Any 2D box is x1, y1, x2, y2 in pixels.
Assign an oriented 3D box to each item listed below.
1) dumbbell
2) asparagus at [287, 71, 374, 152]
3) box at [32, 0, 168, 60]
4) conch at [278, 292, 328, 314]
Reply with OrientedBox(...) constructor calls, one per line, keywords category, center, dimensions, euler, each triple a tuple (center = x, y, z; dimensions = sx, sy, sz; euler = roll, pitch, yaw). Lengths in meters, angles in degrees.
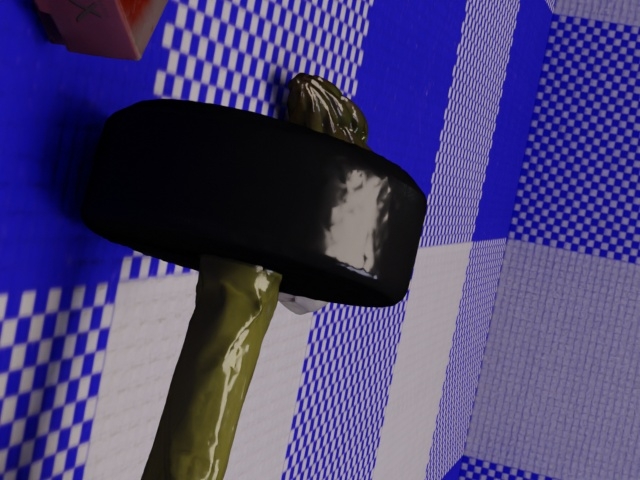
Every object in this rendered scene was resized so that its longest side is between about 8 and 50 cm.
OrientedBox(category="dumbbell", center=(-0.069, 0.098, 0.717), dimensions=(0.204, 0.203, 0.322), euler=(43, 59, -72))
OrientedBox(category="asparagus", center=(0.016, -0.073, 1.125), dimensions=(0.287, 0.080, 0.080), euler=(63, 42, -61))
OrientedBox(category="box", center=(-0.106, -0.183, 0.646), dimensions=(0.111, 0.060, 0.156), euler=(78, 29, -59))
OrientedBox(category="conch", center=(0.002, -0.005, 1.040), dimensions=(0.176, 0.104, 0.094), euler=(-33, 164, -19))
